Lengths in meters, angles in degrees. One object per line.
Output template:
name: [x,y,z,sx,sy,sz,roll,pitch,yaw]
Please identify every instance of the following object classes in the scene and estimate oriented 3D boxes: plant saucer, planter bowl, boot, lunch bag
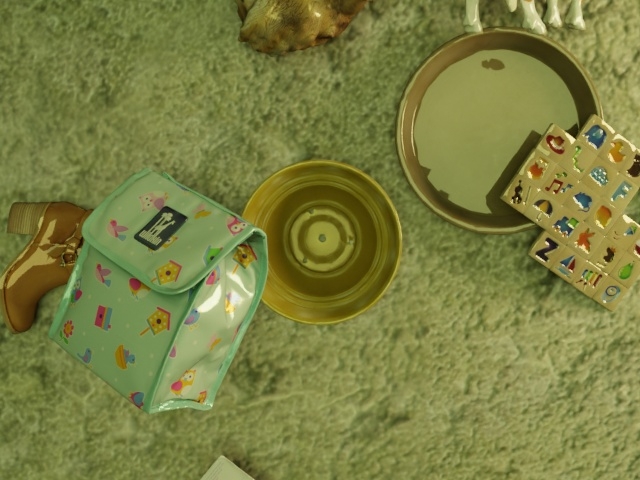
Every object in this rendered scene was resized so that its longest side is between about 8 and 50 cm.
plant saucer: [0.239,-0.147,1.010,0.278,0.041,0.277,0,93,4]
planter bowl: [0.000,0.000,1.010,0.217,0.090,0.217,0,94,3]
boot: [-0.363,0.045,1.048,0.153,0.073,0.197,7,100,-3]
lunch bag: [-0.202,0.057,0.956,0.223,0.160,0.262,27,99,33]

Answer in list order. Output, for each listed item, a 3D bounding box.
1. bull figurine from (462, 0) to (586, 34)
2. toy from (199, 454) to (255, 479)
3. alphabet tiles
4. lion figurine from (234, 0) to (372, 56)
bull figurine: [0.286,-0.354,0.910,0.310,0.101,0.188,-15,114,-35]
toy: [-0.090,0.419,1.063,0.237,0.056,0.137,39,92,-5]
alphabet tiles: [0.362,-0.043,0.994,0.237,0.009,0.198,32,96,-15]
lion figurine: [0.065,-0.378,0.946,0.392,0.240,0.142,-37,101,-11]
